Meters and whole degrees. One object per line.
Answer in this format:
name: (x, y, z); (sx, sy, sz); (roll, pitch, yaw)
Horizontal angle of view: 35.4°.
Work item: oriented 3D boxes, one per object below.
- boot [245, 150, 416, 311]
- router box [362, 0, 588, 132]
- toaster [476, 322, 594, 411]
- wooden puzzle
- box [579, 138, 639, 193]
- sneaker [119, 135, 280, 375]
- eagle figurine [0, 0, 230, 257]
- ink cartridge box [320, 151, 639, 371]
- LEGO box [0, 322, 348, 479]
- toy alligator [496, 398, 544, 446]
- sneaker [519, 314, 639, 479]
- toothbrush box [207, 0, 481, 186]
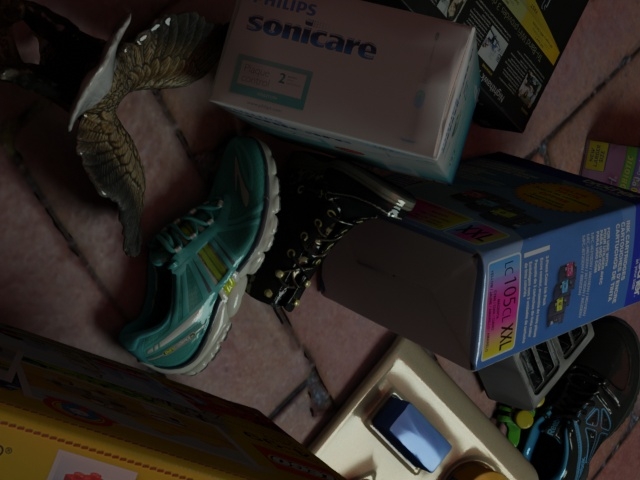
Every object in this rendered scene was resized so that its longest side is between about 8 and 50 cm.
boot: (0.001, 0.001, 1.096); (0.085, 0.236, 0.179); (27, 88, -29)
router box: (0.209, -0.321, 1.284); (0.309, 0.081, 0.243); (37, 76, -41)
toaster: (0.302, 0.131, 1.473); (0.168, 0.110, 0.186); (-44, 126, -25)
wooden puzzle: (0.124, 0.350, 1.336); (0.322, 0.080, 0.348); (47, 68, -18)
box: (0.523, -0.040, 1.615); (0.243, 0.117, 0.214); (4, 100, -41)
sneaker: (-0.126, 0.011, 1.074); (0.110, 0.107, 0.275); (24, 85, -33)
eagle figurine: (-0.191, -0.132, 0.905); (0.298, 0.226, 0.225); (28, 42, -49)
ink cartridge box: (0.230, 0.001, 1.265); (0.395, 0.270, 0.151); (-13, 115, -39)
LEGO box: (-0.248, 0.173, 0.720); (0.500, 0.372, 0.193); (23, 86, -21)
toy alligator: (0.321, 0.234, 1.562); (0.051, 0.056, 0.190); (31, 78, -1)
sneaker: (0.406, 0.274, 1.576); (0.139, 0.125, 0.341); (34, 78, -59)
toothbrush box: (0.041, -0.149, 1.007); (0.295, 0.216, 0.126); (13, 93, -81)
